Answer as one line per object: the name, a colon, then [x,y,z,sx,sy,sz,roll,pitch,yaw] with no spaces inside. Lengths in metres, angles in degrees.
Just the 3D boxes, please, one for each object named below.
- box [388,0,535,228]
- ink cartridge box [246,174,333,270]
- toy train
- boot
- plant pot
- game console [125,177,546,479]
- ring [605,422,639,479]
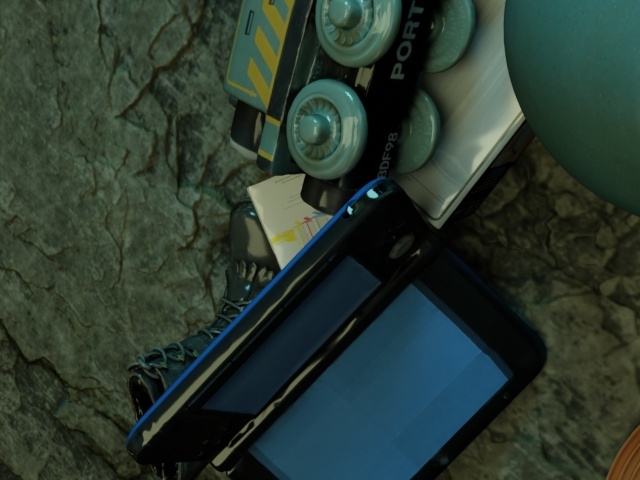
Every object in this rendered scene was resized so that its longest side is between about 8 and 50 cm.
box: [0.139,-0.174,0.739,0.169,0.087,0.290,45,119,16]
ink cartridge box: [0.000,0.000,0.843,0.090,0.092,0.143,-23,89,1]
toy train: [0.018,-0.192,0.686,0.190,0.142,0.334,32,118,36]
boot: [-0.100,0.098,0.858,0.091,0.229,0.263,-6,97,35]
plant pot: [0.266,-0.120,0.548,0.290,0.195,0.290,4,117,9]
game console: [0.032,0.129,0.725,0.293,0.250,0.173,-47,70,2]
ring: [0.401,0.263,0.706,0.337,0.032,0.336,8,105,31]
